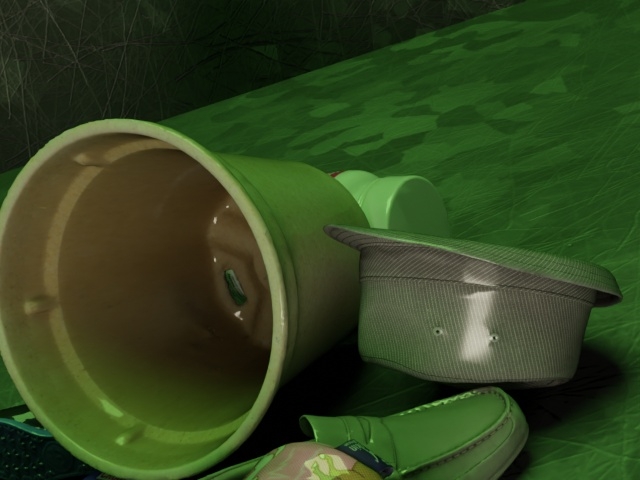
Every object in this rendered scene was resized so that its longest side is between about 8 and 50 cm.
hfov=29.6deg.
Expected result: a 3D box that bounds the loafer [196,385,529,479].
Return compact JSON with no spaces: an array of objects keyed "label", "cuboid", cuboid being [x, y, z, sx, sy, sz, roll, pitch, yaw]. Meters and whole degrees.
[{"label":"loafer","cuboid":[0.021,0.191,0.990,0.319,0.111,0.112,-24,20,-13]}]

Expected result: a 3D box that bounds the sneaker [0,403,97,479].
[{"label":"sneaker","cuboid":[-0.268,0.202,1.291,0.232,0.081,0.090,-3,22,21]}]

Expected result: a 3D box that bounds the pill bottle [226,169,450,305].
[{"label":"pill bottle","cuboid":[0.000,0.000,1.437,0.283,0.160,0.160,-4,25,37]}]

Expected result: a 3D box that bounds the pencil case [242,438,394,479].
[{"label":"pencil case","cuboid":[-0.061,0.290,0.751,0.167,0.160,0.386,-45,0,40]}]

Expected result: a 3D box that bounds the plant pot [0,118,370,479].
[{"label":"plant pot","cuboid":[-0.106,0.038,1.225,0.334,0.333,0.305,-8,4,29]}]

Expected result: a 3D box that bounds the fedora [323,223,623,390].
[{"label":"fedora","cuboid":[0.129,0.071,1.101,0.275,0.124,0.244,9,-7,8]}]

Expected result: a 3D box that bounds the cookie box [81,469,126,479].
[{"label":"cookie box","cuboid":[-0.202,0.254,1.138,0.107,0.040,0.092,-33,23,-35]}]
